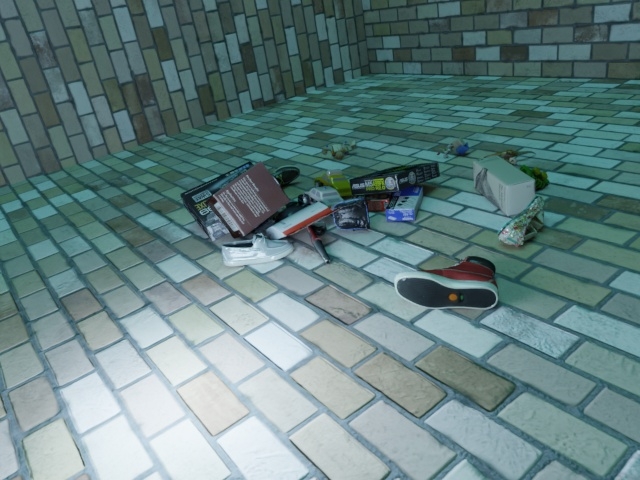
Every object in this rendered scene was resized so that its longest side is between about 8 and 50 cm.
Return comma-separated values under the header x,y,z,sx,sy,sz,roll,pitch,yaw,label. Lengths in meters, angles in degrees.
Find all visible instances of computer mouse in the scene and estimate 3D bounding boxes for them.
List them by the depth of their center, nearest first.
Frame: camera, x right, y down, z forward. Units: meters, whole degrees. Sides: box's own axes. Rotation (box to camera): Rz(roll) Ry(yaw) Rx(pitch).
x,y,z,sx,sy,sz,roll,pitch,yaw,label
-0.101,-0.115,1.863,0.184,0.060,0.262,16,36,41,computer mouse

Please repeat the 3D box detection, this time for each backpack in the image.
x,y,z,sx,sy,sz,roll,pitch,yaw,label
0.102,-0.083,1.683,0.114,0.105,0.084,-7,4,8,backpack

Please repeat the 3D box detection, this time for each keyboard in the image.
x,y,z,sx,sy,sz,roll,pitch,yaw,label
-0.190,-0.059,1.742,0.108,0.023,0.180,-30,10,-9,keyboard

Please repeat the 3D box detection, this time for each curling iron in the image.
x,y,z,sx,sy,sz,roll,pitch,yaw,label
0.000,0.000,1.622,0.068,0.035,0.274,-12,26,-3,curling iron

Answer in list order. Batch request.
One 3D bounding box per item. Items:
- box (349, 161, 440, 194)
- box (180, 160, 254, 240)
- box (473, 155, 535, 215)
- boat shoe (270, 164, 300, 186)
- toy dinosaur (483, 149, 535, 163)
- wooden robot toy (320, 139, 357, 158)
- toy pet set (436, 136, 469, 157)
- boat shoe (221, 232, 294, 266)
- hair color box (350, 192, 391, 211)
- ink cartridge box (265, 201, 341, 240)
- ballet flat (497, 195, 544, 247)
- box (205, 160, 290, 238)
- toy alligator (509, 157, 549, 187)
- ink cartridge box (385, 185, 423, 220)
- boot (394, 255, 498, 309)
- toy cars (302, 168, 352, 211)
x,y,z,sx,sy,sz,roll,pitch,yaw,label
0.272,-0.228,1.863,0.216,0.060,0.270,0,15,46,box
-0.329,-0.152,1.896,0.307,0.076,0.242,-29,47,-19,box
0.603,-0.187,1.692,0.094,0.113,0.275,-12,25,-1,box
-0.192,-0.254,2.164,0.228,0.081,0.068,-18,29,0,boat shoe
0.745,-0.337,1.995,0.211,0.064,0.112,-5,25,11,toy dinosaur
0.093,-0.414,2.418,0.173,0.076,0.079,-13,61,-6,wooden robot toy
0.578,-0.389,2.193,0.114,0.065,0.122,-35,2,42,toy pet set
-0.199,0.022,1.597,0.227,0.081,0.079,-10,25,-4,boat shoe
0.180,-0.135,1.819,0.141,0.043,0.072,-2,26,16,hair color box
-0.059,-0.071,1.645,0.189,0.066,0.232,-30,1,-23,ink cartridge box
0.595,-0.048,1.473,0.077,0.091,0.241,41,54,21,ballet flat
-0.246,-0.132,1.714,0.203,0.168,0.167,-39,10,-19,box
0.704,-0.218,1.719,0.056,0.190,0.051,-32,42,52,toy alligator
0.292,-0.129,1.761,0.097,0.046,0.207,0,27,20,ink cartridge box
0.312,0.090,1.275,0.244,0.088,0.176,5,29,13,boot
0.033,-0.196,1.893,0.176,0.087,0.393,6,22,9,toy cars
